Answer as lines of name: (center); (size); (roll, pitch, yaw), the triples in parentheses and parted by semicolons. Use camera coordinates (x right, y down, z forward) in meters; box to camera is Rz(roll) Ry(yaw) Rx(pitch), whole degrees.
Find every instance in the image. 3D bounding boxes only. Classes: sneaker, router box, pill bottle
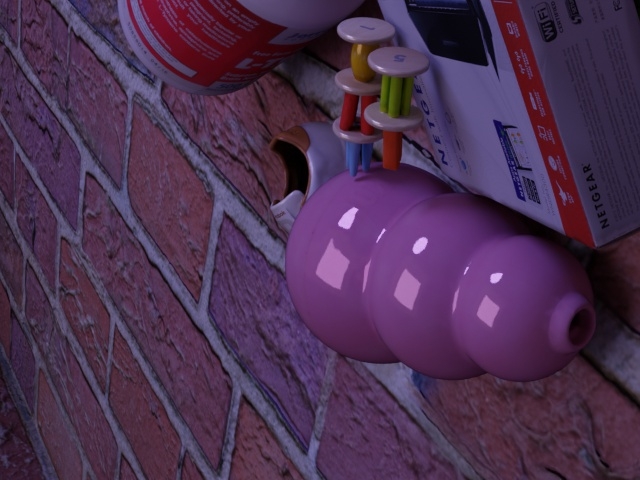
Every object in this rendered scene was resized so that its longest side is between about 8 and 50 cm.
sneaker: (0.000, 0.000, 1.226); (0.106, 0.123, 0.290); (-28, 74, 57)
router box: (0.130, -0.187, 0.794); (0.336, 0.082, 0.301); (67, 172, -18)
pill bottle: (-0.069, -0.327, 1.160); (0.407, 0.229, 0.229); (-18, 81, 61)

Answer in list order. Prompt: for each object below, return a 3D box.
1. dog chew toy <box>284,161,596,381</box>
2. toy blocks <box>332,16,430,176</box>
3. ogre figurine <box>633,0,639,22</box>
dog chew toy: (0.115, 0.039, 0.963); (0.331, 0.206, 0.207); (18, 112, 50)
toy blocks: (0.051, -0.110, 0.910); (0.123, 0.054, 0.148); (-123, 29, -50)
ogre figurine: (0.233, -0.180, 0.804); (0.197, 0.096, 0.118); (-162, 49, -82)
